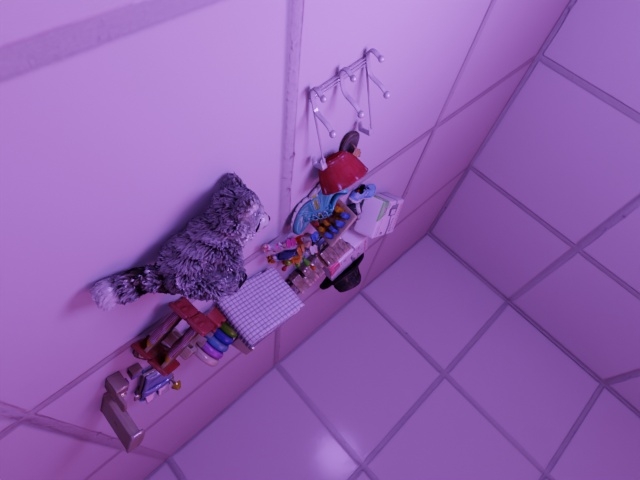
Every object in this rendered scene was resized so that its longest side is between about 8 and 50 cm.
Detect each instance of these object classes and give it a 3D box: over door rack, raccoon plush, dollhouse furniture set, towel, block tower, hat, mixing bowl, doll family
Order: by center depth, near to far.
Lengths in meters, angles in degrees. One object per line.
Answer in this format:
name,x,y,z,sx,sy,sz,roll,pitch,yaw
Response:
raccoon plush,-0.325,0.013,1.028,0.446,0.216,0.299,-28,147,-43
over door rack,0.088,-0.366,1.222,0.239,0.108,0.324,-39,158,-18
mixing bowl,0.061,-0.243,1.405,0.181,0.098,0.181,-28,-159,11
dollhouse furniture set,-0.471,0.308,1.462,0.201,0.152,0.374,-47,179,3
dollhouse furniture set,-0.627,0.585,1.559,0.303,0.198,0.286,-25,153,-47
doll family,-0.122,0.048,1.598,0.163,0.118,0.263,-13,-179,33
towel,-0.244,0.268,1.664,0.284,0.235,0.121,-33,161,-31
block tower,-0.005,0.105,2.010,0.335,0.097,0.091,-42,-160,-9
hat,0.158,0.206,2.350,0.331,0.134,0.331,-39,-171,7

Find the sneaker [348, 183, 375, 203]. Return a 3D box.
sneaker,0.201,-0.224,1.860,0.162,0.063,0.073,-31,153,-38

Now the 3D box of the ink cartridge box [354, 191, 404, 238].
ink cartridge box,0.306,-0.135,2.115,0.273,0.115,0.198,-15,127,-57

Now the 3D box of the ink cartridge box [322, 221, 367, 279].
ink cartridge box,0.121,0.061,2.196,0.283,0.117,0.207,-42,161,-11

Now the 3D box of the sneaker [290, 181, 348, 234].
sneaker,-0.009,-0.123,1.542,0.275,0.110,0.107,-48,162,10

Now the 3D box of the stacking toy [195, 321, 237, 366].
stacking toy,-0.390,0.363,1.739,0.330,0.141,0.141,-50,162,-8

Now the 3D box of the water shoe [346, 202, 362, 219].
water shoe,0.150,-0.141,1.943,0.080,0.073,0.203,-7,169,1

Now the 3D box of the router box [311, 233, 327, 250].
router box,0.000,0.000,1.933,0.092,0.038,0.122,-40,161,-14

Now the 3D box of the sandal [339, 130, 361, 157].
sandal,0.110,-0.302,1.491,0.090,0.060,0.219,-34,153,-33

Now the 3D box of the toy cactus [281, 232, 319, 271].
toy cactus,-0.074,0.055,1.819,0.219,0.112,0.180,-11,132,-47

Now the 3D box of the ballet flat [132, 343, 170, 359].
ballet flat,-0.593,0.408,1.479,0.084,0.058,0.250,-42,161,-14

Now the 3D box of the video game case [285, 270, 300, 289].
video game case,-0.100,0.211,2.157,0.210,0.042,0.232,-39,161,-18

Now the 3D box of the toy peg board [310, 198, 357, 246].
toy peg board,0.032,-0.090,1.646,0.161,0.160,0.079,-51,145,15

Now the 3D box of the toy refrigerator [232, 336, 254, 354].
toy refrigerator,-0.280,0.372,1.850,0.102,0.094,0.269,-44,-168,49
